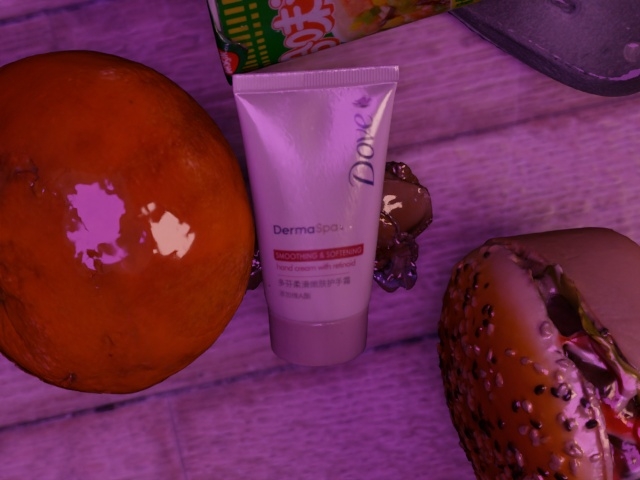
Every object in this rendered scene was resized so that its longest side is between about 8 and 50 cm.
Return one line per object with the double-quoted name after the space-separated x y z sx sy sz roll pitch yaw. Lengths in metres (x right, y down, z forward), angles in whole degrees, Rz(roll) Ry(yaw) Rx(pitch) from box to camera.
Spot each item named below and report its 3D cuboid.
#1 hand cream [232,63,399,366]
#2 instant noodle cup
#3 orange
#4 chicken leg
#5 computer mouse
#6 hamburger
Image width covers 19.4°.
0.001 -0.024 1.517 0.133 0.083 0.248 -7 115 -11 "hand cream"
0.021 -0.240 1.497 0.233 0.207 0.207 -10 99 1 "instant noodle cup"
-0.184 -0.016 1.498 0.226 0.284 0.284 -34 101 -34 "orange"
-0.001 -0.007 1.603 0.196 0.080 0.125 -7 110 -1 "chicken leg"
0.195 -0.202 1.590 0.229 0.068 0.113 35 91 9 "computer mouse"
0.199 0.128 1.527 0.176 0.300 0.300 -19 99 -14 "hamburger"
